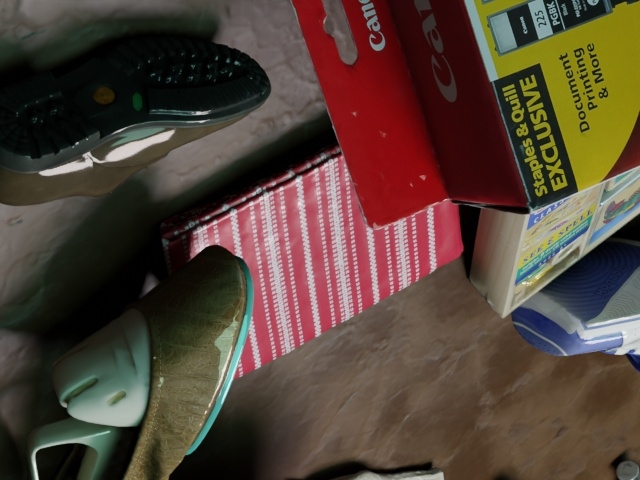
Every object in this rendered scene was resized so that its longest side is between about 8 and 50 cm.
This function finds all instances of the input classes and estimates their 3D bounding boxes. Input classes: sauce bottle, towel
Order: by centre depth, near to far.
[{"bbox_3d":[0.000,0.000,1.506,0.275,0.031,0.199,-28,139,-18],"label":"towel"},{"bbox_3d":[0.354,0.282,2.032,0.042,0.042,0.128,-39,139,-8],"label":"sauce bottle"}]

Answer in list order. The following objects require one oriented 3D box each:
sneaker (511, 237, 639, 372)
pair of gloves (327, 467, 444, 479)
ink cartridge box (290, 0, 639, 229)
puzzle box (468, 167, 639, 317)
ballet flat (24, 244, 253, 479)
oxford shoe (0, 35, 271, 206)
[{"bbox_3d":[0.327,0.083,1.778,0.315,0.127,0.182,-17,130,-32],"label":"sneaker"},{"bbox_3d":[0.011,0.320,1.769,0.204,0.042,0.240,5,118,-43],"label":"pair of gloves"},{"bbox_3d":[0.126,-0.185,1.270,0.272,0.130,0.309,-23,102,-19],"label":"ink cartridge box"},{"bbox_3d":[0.305,-0.110,1.580,0.409,0.052,0.272,-36,162,-11],"label":"puzzle box"},{"bbox_3d":[-0.160,0.143,1.423,0.124,0.116,0.342,4,132,-28],"label":"ballet flat"},{"bbox_3d":[-0.140,-0.082,1.294,0.227,0.083,0.096,-17,150,-29],"label":"oxford shoe"}]
